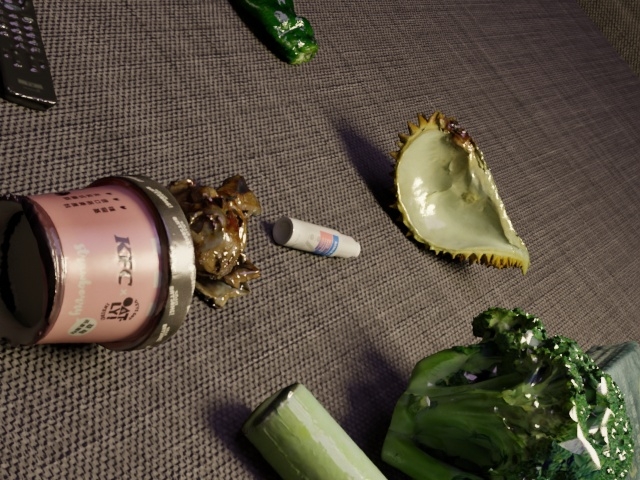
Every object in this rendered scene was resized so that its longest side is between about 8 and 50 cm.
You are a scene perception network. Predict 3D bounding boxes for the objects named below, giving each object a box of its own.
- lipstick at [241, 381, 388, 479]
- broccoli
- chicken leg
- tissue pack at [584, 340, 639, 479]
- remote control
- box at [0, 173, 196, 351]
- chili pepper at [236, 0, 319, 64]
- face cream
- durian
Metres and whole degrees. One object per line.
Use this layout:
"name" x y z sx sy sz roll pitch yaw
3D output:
"lipstick" 0.049 0.260 1.169 0.304 0.076 0.076 48 28 -2
"broccoli" 0.195 0.211 1.306 0.245 0.265 0.294 17 45 7
"chicken leg" -0.112 -0.018 1.299 0.125 0.080 0.196 47 18 -26
"tissue pack" 0.345 0.241 1.555 0.257 0.081 0.185 -17 95 -61
"remote control" -0.322 -0.231 1.306 0.063 0.025 0.245 18 41 -43
"box" -0.201 0.020 1.040 0.135 0.151 0.151 -2 55 -46
"chili pepper" -0.081 -0.344 1.761 0.098 0.061 0.224 -13 67 -52
"face cream" 0.000 0.000 1.470 0.130 0.034 0.034 15 43 -48
"durian" 0.184 -0.056 1.697 0.144 0.139 0.252 -23 94 -61
